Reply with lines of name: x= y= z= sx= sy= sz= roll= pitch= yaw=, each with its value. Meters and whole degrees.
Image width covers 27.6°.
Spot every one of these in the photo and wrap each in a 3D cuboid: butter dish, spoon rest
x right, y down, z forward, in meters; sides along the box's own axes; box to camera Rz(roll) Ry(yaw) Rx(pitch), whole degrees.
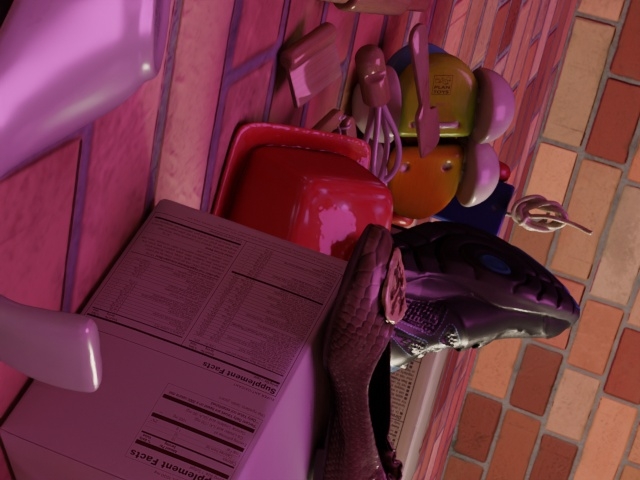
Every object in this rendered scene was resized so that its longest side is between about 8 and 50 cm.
butter dish: x=0.000 y=0.000 z=1.023 sx=0.160 sy=0.118 sz=0.160 roll=4 pitch=106 yaw=-47
spoon rest: x=-0.121 y=-0.067 z=0.602 sx=0.137 sy=0.084 sz=0.276 roll=99 pitch=-4 yaw=-56

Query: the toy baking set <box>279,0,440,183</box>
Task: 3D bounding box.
toy baking set: x=0.037 y=-0.133 z=1.133 sx=0.256 sy=0.030 sz=0.196 roll=-15 pitch=122 yaw=-52

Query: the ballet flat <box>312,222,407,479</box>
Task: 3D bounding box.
ballet flat: x=0.034 y=0.092 z=0.850 sx=0.084 sy=0.058 sz=0.249 roll=-58 pitch=160 yaw=-46

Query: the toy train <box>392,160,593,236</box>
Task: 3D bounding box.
toy train: x=0.191 y=-0.034 z=1.520 sx=0.143 sy=0.248 sz=0.105 roll=38 pitch=71 yaw=-80

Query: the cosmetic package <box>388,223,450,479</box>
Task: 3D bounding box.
cosmetic package: x=0.057 y=0.139 z=1.427 sx=0.129 sy=0.153 sz=0.296 roll=-42 pitch=149 yaw=-66

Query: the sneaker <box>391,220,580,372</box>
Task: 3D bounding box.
sneaker: x=0.090 y=0.060 z=1.243 sx=0.139 sy=0.341 sz=0.125 roll=-69 pitch=-152 yaw=22

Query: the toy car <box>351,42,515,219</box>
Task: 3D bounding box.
toy car: x=0.099 y=-0.119 z=1.318 sx=0.136 sy=0.159 sz=0.182 roll=-110 pitch=-158 yaw=-51

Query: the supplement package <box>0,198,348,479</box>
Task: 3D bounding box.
supplement package: x=-0.084 y=0.123 z=0.871 sx=0.194 sy=0.149 sz=0.203 roll=91 pitch=23 yaw=-49
